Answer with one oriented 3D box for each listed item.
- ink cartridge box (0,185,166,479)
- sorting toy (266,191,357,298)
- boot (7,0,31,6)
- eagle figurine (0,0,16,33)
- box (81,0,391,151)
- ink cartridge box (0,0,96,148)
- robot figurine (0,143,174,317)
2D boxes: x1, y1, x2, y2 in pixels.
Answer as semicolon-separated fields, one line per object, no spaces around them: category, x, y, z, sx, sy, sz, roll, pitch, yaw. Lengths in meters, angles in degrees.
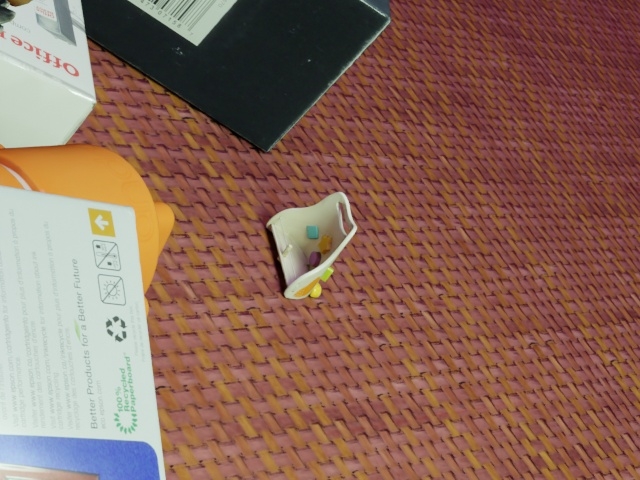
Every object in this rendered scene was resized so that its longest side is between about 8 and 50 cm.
ink cartridge box;-0.218;0.109;1.017;0.307;0.072;0.303;8;66;-41
sorting toy;0.000;0.000;1.560;0.045;0.075;0.083;24;34;-34
boot;-0.304;-0.283;1.179;0.280;0.096;0.264;21;24;-45
eagle figurine;-0.345;-0.096;1.036;0.298;0.225;0.226;27;8;-21
box;-0.127;-0.304;1.699;0.343;0.179;0.312;32;29;-23
ink cartridge box;-0.263;-0.171;1.425;0.158;0.092;0.218;25;35;-33
robot figurine;-0.194;0.001;1.242;0.219;0.128;0.158;-9;81;-55
